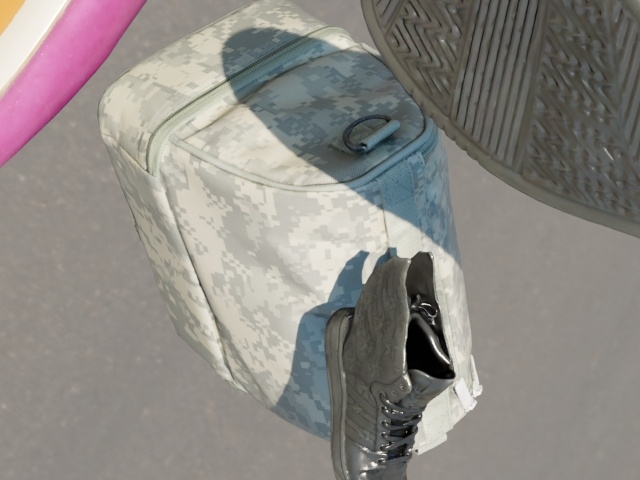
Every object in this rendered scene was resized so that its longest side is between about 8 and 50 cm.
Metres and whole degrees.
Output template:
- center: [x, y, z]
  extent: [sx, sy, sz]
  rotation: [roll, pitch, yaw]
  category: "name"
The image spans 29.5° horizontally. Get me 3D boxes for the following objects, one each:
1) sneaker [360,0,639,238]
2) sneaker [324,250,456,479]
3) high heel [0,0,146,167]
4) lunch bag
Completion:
- center: [0.175, -0.079, 0.547]
  extent: [0.178, 0.295, 0.124]
  rotation: [-42, 160, -57]
  category: "sneaker"
- center: [0.047, 0.095, 0.766]
  extent: [0.051, 0.089, 0.170]
  rotation: [-8, 88, -41]
  category: "sneaker"
- center: [-0.053, -0.102, 0.419]
  extent: [0.117, 0.082, 0.244]
  rotation: [45, 60, -50]
  category: "high heel"
- center: [0.000, 0.000, 0.941]
  extent: [0.212, 0.256, 0.305]
  rotation: [-31, 132, -21]
  category: "lunch bag"
